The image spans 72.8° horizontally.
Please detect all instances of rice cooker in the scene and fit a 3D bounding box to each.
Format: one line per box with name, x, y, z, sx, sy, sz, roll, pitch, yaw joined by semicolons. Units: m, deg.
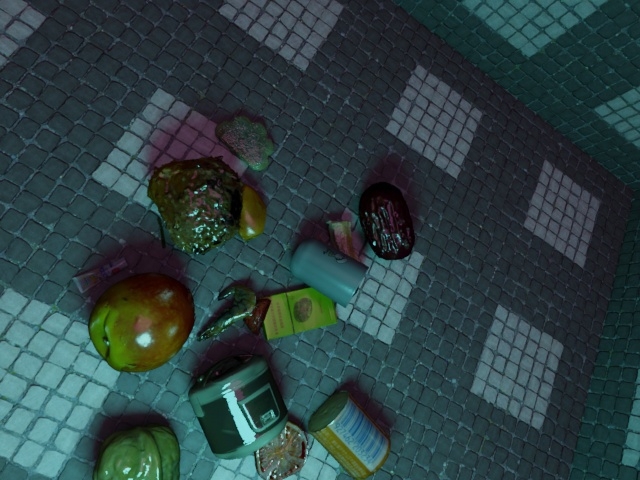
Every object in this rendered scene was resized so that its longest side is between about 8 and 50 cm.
rice cooker;-0.305;0.600;1.637;0.335;0.335;0.325;-22;87;-23

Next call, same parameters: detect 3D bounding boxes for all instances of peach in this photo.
peach;-0.625;0.290;1.574;0.370;0.370;0.370;4;78;-20

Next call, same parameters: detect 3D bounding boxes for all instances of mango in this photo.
mango;-0.309;-0.124;1.886;0.154;0.126;0.252;-3;79;-33

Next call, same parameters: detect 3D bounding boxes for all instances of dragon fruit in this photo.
dragon fruit;-0.285;0.307;1.812;0.106;0.083;0.162;21;92;14

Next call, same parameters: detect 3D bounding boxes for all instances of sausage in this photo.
sausage;0.121;0.805;1.809;0.287;0.233;0.233;47;67;-6

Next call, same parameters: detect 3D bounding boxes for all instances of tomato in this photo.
tomato;-0.170;0.848;1.760;0.237;0.095;0.236;5;77;-24

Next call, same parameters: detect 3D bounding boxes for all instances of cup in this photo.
cup;0.032;0.131;1.889;0.312;0.205;0.205;30;69;7

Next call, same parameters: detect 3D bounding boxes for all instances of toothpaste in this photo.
toothpaste;-0.844;0.127;1.677;0.195;0.043;0.067;-30;94;-18

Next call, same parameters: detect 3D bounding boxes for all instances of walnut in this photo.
walnut;-0.631;0.789;1.506;0.282;0.253;0.276;0;85;-24

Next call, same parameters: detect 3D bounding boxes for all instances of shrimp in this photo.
shrimp;-0.402;0.292;1.791;0.296;0.058;0.169;-34;53;-7

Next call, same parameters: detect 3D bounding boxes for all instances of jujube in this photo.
jujube;0.313;-0.089;2.067;0.258;0.258;0.376;-10;89;-23

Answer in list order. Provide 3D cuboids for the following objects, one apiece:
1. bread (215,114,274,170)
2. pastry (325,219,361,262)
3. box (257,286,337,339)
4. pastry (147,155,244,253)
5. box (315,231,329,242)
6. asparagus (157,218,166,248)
bread;-0.328;-0.465;1.986;0.286;0.056;0.207;39;70;-11
pastry;0.112;0.023;2.036;0.122;0.089;0.258;-14;86;-16
box;-0.098;0.311;1.921;0.335;0.047;0.187;-10;82;-22
pastry;-0.469;-0.162;1.729;0.337;0.292;0.405;-32;82;4
box;0.000;0.000;2.039;0.046;0.012;0.083;49;66;-7
asparagus;-0.654;-0.030;1.791;0.018;0.015;0.127;-9;83;-24
